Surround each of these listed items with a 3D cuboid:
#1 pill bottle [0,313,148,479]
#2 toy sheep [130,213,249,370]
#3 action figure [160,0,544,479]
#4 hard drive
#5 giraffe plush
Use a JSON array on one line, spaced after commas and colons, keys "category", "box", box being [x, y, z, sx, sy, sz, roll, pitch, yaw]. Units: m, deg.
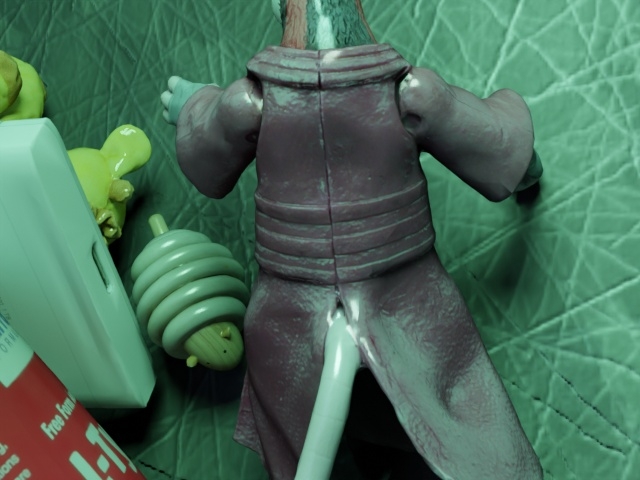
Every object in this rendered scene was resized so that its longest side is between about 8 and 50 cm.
[{"category": "pill bottle", "box": [-0.251, 0.161, 0.723, 0.229, 0.229, 0.408, -34, 102, 22]}, {"category": "toy sheep", "box": [-0.093, 0.037, 0.835, 0.091, 0.091, 0.132, -43, 63, 18]}, {"category": "action figure", "box": [0.000, 0.000, 0.669, 0.248, 0.276, 0.370, -5, 107, 14]}, {"category": "hard drive", "box": [-0.316, 0.029, 0.834, 0.352, 0.233, 0.047, -3, 39, 16]}, {"category": "giraffe plush", "box": [-0.220, -0.045, 0.893, 0.170, 0.210, 0.181, 18, 107, 5]}]
